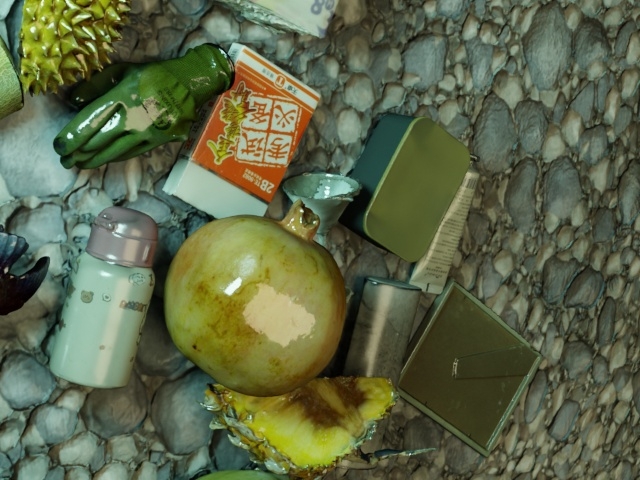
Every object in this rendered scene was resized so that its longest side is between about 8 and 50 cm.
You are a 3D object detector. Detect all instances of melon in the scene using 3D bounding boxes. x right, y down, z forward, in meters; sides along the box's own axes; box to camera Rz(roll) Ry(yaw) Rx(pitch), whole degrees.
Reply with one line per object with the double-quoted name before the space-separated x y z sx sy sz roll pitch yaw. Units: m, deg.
"melon" -0.424 -0.190 1.618 0.128 0.079 0.160 -41 124 -23

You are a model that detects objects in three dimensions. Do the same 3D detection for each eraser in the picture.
"eraser" -0.108 -0.138 1.906 0.157 0.038 0.230 29 84 -40

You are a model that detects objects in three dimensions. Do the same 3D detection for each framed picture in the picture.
"framed picture" 0.250 0.218 2.300 0.289 0.020 0.211 38 79 -38

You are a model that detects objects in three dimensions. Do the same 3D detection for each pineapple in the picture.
"pineapple" -0.021 0.291 1.996 0.334 0.158 0.161 -4 147 -34

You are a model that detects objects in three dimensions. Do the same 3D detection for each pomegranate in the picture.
"pomegranate" -0.079 0.071 1.850 0.252 0.229 0.270 34 91 -13

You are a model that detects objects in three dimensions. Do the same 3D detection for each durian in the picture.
"durian" -0.291 -0.286 1.632 0.138 0.183 0.249 10 101 -18

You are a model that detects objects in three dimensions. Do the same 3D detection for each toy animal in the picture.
"toy animal" -0.430 0.065 1.662 0.218 0.116 0.179 10 96 -46

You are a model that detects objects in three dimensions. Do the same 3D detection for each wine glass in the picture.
"wine glass" 0.000 0.000 1.988 0.122 0.122 0.183 -14 116 -35

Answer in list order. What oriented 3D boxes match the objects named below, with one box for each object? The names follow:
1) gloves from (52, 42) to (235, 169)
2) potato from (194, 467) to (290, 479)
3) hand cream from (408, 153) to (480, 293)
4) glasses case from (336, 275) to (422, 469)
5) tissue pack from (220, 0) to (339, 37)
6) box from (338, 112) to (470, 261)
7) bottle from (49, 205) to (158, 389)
"gloves" -0.228 -0.176 1.766 0.268 0.107 0.135 -35 91 -23
"potato" -0.108 0.435 1.960 0.351 0.218 0.202 9 134 -33
"hand cream" 0.203 -0.028 2.180 0.080 0.050 0.234 11 100 -40
"glasses case" 0.078 0.208 2.135 0.114 0.060 0.299 9 97 -42
"tissue pack" -0.047 -0.462 1.803 0.242 0.125 0.343 21 90 -40
"box" 0.121 -0.084 2.067 0.144 0.090 0.201 31 83 -39
"bottle" -0.277 0.071 1.788 0.110 0.110 0.233 12 94 -39
